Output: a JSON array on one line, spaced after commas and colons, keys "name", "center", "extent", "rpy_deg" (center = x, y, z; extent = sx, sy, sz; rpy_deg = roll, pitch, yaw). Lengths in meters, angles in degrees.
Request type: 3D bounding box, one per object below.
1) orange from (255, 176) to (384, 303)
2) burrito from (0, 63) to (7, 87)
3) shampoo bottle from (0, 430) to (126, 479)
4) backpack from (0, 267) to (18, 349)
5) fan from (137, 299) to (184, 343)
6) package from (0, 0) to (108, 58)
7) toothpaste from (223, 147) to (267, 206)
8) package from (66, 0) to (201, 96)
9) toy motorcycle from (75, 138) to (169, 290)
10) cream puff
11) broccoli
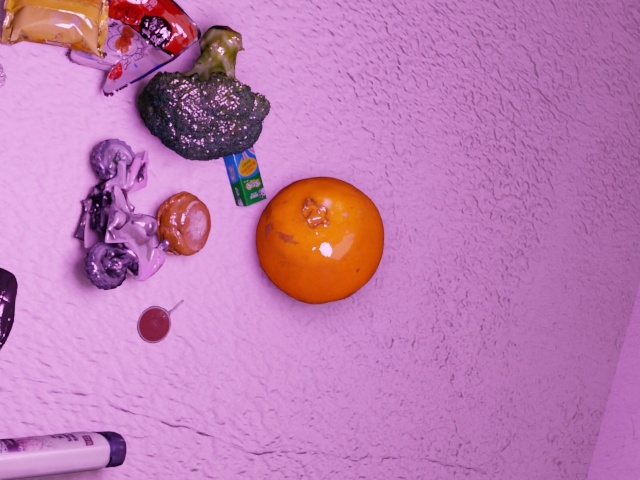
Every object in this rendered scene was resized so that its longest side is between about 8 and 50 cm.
[{"name": "orange", "center": [0.000, 0.000, 2.083], "extent": [0.312, 0.312, 0.312], "rpy_deg": [-3, 94, -37]}, {"name": "burrito", "center": [-0.702, -0.333, 1.676], "extent": [0.203, 0.064, 0.064], "rpy_deg": [10, 87, -37]}, {"name": "shampoo bottle", "center": [-0.577, 0.430, 1.767], "extent": [0.359, 0.134, 0.078], "rpy_deg": [4, 89, -40]}, {"name": "backpack", "center": [-0.652, 0.134, 1.714], "extent": [0.119, 0.106, 0.165], "rpy_deg": [22, 61, -14]}, {"name": "fan", "center": [-0.359, 0.176, 2.001], "extent": [0.133, 0.005, 0.085], "rpy_deg": [-40, 114, -28]}, {"name": "package", "center": [-0.530, -0.456, 1.770], "extent": [0.226, 0.090, 0.168], "rpy_deg": [6, 79, -26]}, {"name": "toothpaste", "center": [-0.195, -0.216, 2.075], "extent": [0.065, 0.050, 0.267], "rpy_deg": [-25, 108, -37]}, {"name": "package", "center": [-0.407, -0.434, 1.893], "extent": [0.194, 0.071, 0.269], "rpy_deg": [49, 60, -20]}, {"name": "toy motorcycle", "center": [-0.411, -0.048, 1.875], "extent": [0.188, 0.143, 0.327], "rpy_deg": [17, 67, -45]}, {"name": "cream puff", "center": [-0.310, -0.039, 1.963], "extent": [0.126, 0.103, 0.144], "rpy_deg": [-22, 120, -54]}, {"name": "broccoli", "center": [-0.248, -0.306, 1.904], "extent": [0.297, 0.297, 0.298], "rpy_deg": [29, 60, -35]}]
